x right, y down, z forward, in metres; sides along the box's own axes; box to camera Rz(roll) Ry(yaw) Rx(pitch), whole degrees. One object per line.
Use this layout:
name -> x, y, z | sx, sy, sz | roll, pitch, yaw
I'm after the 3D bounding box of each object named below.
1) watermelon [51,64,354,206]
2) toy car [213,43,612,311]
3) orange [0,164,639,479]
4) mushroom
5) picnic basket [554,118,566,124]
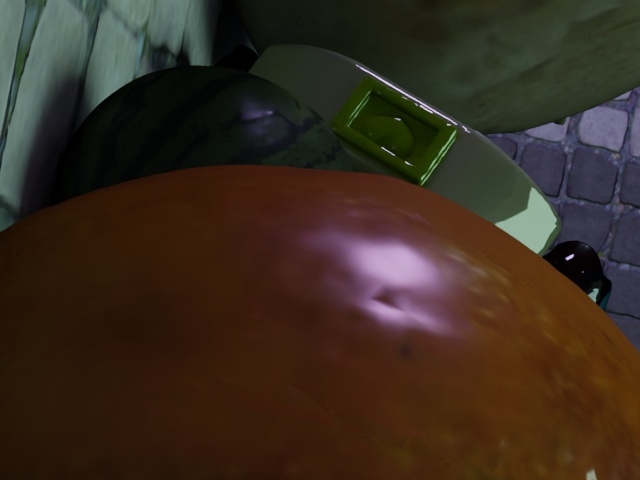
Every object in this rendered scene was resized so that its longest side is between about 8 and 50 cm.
watermelon -> -0.046, -0.004, 0.602 | 0.133, 0.105, 0.105 | -30, 134, -53
toy car -> -0.009, 0.054, 0.798 | 0.198, 0.204, 0.248 | -53, 167, -21
orange -> -0.021, 0.119, 0.426 | 0.284, 0.226, 0.284 | 17, 90, -88
mushroom -> 0.072, -0.208, 0.903 | 0.292, 0.292, 0.290 | 92, -22, -58
picnic basket -> 0.118, -0.180, 1.485 | 0.154, 0.196, 0.134 | -65, 167, -74
